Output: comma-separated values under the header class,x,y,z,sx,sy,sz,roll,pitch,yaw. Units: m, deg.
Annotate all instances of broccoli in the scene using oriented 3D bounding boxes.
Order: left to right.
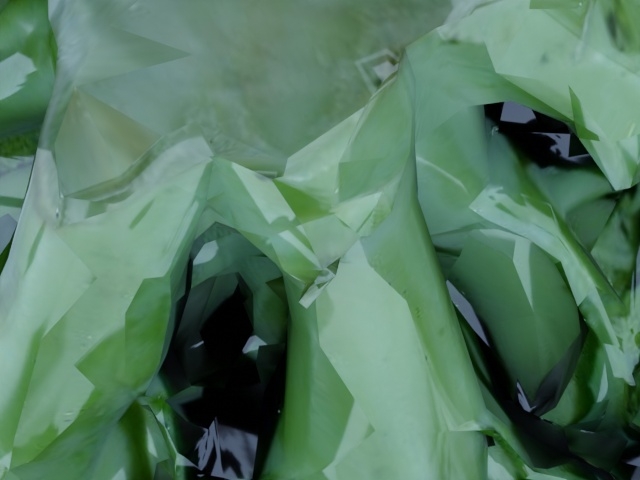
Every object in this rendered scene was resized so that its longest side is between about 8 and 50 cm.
class,x,y,z,sx,sy,sz,roll,pitch,yaw
broccoli,-0.003,0.008,0.494,0.310,0.413,0.321,-27,133,-67
